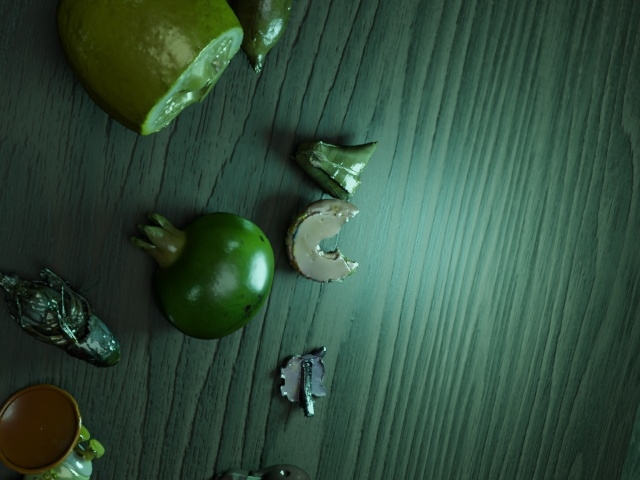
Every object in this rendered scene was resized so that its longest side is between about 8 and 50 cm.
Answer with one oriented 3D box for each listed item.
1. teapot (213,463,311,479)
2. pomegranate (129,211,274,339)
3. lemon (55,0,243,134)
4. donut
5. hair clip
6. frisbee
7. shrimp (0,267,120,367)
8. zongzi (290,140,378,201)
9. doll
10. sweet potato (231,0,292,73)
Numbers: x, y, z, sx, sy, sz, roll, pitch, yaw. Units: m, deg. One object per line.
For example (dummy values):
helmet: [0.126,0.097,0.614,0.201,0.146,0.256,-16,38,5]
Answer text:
teapot: [-0.151,0.749,1.753,0.314,0.233,0.313,7,90,-2]
pomegranate: [-0.267,0.069,1.529,0.358,0.216,0.310,38,84,-29]
lemon: [-0.359,-0.417,1.314,0.363,0.364,0.365,-6,103,-28]
donut: [0.000,0.000,1.729,0.198,0.085,0.233,-5,110,-18]
hair clip: [-0.044,0.392,1.821,0.146,0.056,0.187,-7,95,-27]
frisbee: [-0.623,0.415,1.457,0.191,0.035,0.192,0,70,-1]
shrimp: [-0.567,0.137,1.428,0.372,0.137,0.172,52,59,-29]
zongzi: [0.048,-0.226,1.711,0.194,0.099,0.197,38,82,-36]
doll: [-0.624,0.548,1.479,0.141,0.117,0.296,46,76,-6]
sweet potato: [-0.128,-0.580,1.517,0.157,0.157,0.370,16,97,-31]
